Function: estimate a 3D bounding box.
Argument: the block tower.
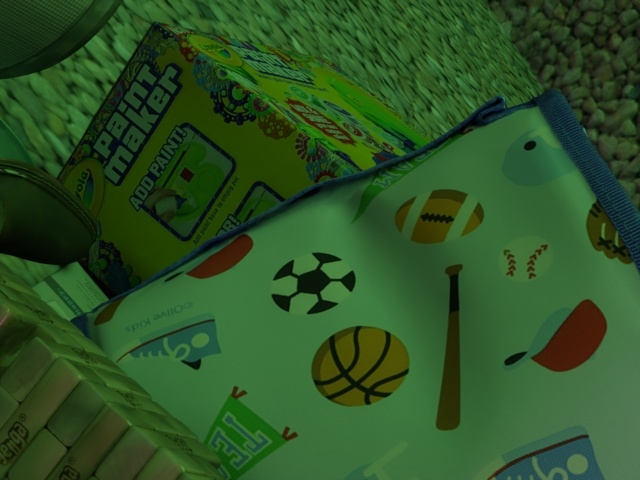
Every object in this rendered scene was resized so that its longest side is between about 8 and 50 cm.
[{"bbox_3d":[-0.159,0.076,0.873,0.335,0.091,0.097,39,1,20],"label":"block tower"}]

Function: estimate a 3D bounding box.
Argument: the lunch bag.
[{"bbox_3d":[0.071,0.142,0.959,0.385,0.328,0.239,64,2,19],"label":"lunch bag"}]

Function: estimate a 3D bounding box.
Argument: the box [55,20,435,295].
[{"bbox_3d":[0.000,0.000,1.304,0.279,0.177,0.290,38,15,19],"label":"box"}]

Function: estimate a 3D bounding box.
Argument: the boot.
[{"bbox_3d":[-0.222,0.003,1.071,0.219,0.082,0.106,21,45,-42],"label":"boot"}]

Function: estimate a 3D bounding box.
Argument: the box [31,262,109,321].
[{"bbox_3d":[-0.150,0.097,1.093,0.145,0.038,0.186,50,19,-1],"label":"box"}]

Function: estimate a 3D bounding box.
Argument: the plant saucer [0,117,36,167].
[{"bbox_3d":[-0.240,-0.059,1.210,0.119,0.021,0.119,44,19,-20],"label":"plant saucer"}]

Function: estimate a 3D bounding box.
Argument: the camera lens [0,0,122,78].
[{"bbox_3d":[-0.265,-0.248,1.202,0.274,0.219,0.219,26,30,-51],"label":"camera lens"}]
